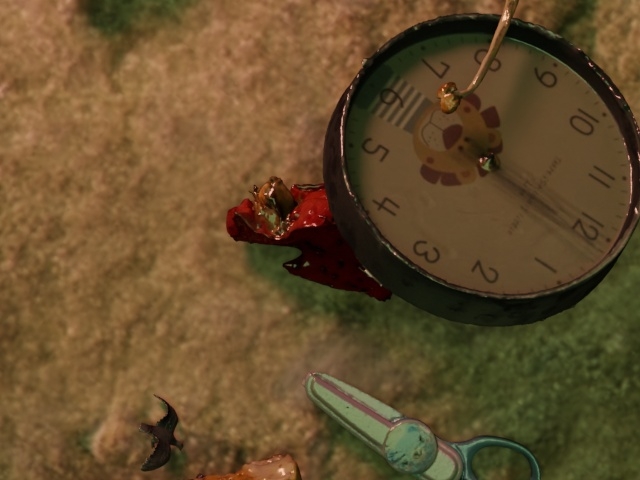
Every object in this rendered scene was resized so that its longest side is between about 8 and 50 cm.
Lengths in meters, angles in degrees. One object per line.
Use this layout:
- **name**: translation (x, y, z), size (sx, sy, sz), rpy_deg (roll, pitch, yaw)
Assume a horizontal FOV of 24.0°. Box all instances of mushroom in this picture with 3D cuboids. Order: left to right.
- **mushroom**: translation (0.180, -0.229, 1.446), size (0.026, 0.028, 0.286), rpy_deg (8, 56, 40)

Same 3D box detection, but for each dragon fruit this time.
- **dragon fruit**: translation (0.002, -0.017, 1.495), size (0.192, 0.122, 0.092), rpy_deg (5, 51, 6)

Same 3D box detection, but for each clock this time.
- **clock**: translation (0.156, -0.072, 1.420), size (0.312, 0.061, 0.313), rpy_deg (4, 67, -9)

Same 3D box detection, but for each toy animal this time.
- **toy animal**: translation (-0.158, 0.199, 1.506), size (0.028, 0.050, 0.084), rpy_deg (-10, 55, 25)

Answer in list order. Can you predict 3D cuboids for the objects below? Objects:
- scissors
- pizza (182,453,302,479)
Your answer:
- **scissors**: translation (0.092, 0.206, 1.497), size (0.256, 0.030, 0.125), rpy_deg (34, 90, 0)
- **pizza**: translation (-0.172, 0.354, 1.470), size (0.278, 0.114, 0.409), rpy_deg (44, 92, -5)
